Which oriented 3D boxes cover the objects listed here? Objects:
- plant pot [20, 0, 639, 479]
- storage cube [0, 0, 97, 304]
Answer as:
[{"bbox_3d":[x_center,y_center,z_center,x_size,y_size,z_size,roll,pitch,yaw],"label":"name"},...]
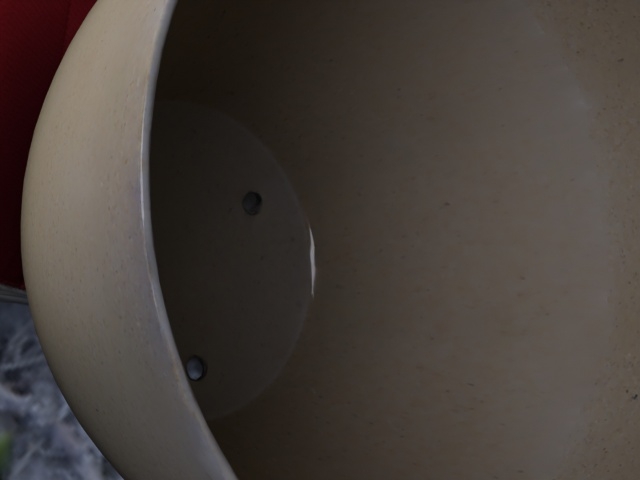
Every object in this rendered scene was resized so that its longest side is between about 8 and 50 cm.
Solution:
[{"bbox_3d":[0.000,0.000,0.648,0.191,0.284,0.284,-10,75,51],"label":"plant pot"},{"bbox_3d":[-0.193,-0.082,0.731,0.215,0.183,0.193,5,83,15],"label":"storage cube"}]
